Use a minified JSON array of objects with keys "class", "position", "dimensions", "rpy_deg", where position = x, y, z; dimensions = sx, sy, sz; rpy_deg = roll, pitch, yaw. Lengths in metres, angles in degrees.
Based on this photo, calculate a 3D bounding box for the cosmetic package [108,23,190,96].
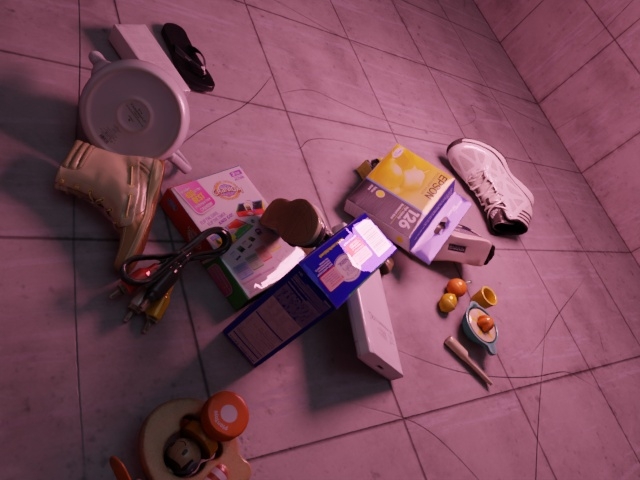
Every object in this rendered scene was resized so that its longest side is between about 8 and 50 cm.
[{"class":"cosmetic package","position":[-0.457,-0.467,1.497],"dimensions":[0.098,0.060,0.239],"rpy_deg":[-23,75,-50]}]

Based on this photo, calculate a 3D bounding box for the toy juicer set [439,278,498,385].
[{"class":"toy juicer set","position":[0.455,0.242,1.694],"dimensions":[0.209,0.089,0.329],"rpy_deg":[31,44,-19]}]

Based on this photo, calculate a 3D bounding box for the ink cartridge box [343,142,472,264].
[{"class":"ink cartridge box","position":[0.278,-0.121,1.716],"dimensions":[0.307,0.072,0.304],"rpy_deg":[32,57,14]}]

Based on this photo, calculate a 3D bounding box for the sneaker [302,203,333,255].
[{"class":"sneaker","position":[0.000,0.000,1.493],"dimensions":[0.094,0.091,0.258],"rpy_deg":[15,50,-31]}]

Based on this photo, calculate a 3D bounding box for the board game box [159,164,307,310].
[{"class":"board game box","position":[-0.199,-0.018,1.358],"dimensions":[0.317,0.064,0.242],"rpy_deg":[53,41,7]}]

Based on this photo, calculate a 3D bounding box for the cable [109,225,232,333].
[{"class":"cable","position":[-0.311,0.048,1.168],"dimensions":[0.139,0.072,0.287],"rpy_deg":[53,49,-17]}]

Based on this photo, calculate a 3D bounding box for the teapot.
[{"class":"teapot","position":[-0.417,-0.290,1.299],"dimensions":[0.252,0.256,0.187],"rpy_deg":[5,14,-13]}]

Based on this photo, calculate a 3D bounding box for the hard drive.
[{"class":"hard drive","position":[0.120,0.156,1.433],"dimensions":[0.233,0.047,0.353],"rpy_deg":[45,30,-52]}]

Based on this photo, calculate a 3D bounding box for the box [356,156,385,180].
[{"class":"box","position":[0.228,-0.233,1.899],"dimensions":[0.232,0.058,0.087],"rpy_deg":[-13,68,-45]}]

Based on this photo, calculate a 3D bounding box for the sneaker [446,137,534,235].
[{"class":"sneaker","position":[0.656,-0.190,2.148],"dimensions":[0.447,0.169,0.258],"rpy_deg":[38,40,-15]}]

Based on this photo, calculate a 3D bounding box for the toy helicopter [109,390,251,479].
[{"class":"toy helicopter","position":[-0.212,0.441,0.934],"dimensions":[0.234,0.140,0.355],"rpy_deg":[-5,64,-40]}]

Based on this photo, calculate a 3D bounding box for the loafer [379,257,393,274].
[{"class":"loafer","position":[0.165,0.030,1.644],"dimensions":[0.050,0.056,0.148],"rpy_deg":[-23,85,-48]}]

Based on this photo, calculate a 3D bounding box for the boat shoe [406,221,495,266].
[{"class":"boat shoe","position":[0.382,-0.007,1.830],"dimensions":[0.340,0.127,0.158],"rpy_deg":[17,15,-13]}]

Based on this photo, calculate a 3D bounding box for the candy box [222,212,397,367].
[{"class":"candy box","position":[-0.024,0.110,1.214],"dimensions":[0.122,0.317,0.268],"rpy_deg":[51,42,2]}]

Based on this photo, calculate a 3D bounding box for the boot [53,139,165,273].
[{"class":"boot","position":[-0.449,-0.073,1.166],"dimensions":[0.203,0.095,0.262],"rpy_deg":[14,71,-15]}]

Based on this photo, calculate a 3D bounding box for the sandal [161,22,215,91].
[{"class":"sandal","position":[-0.383,-0.534,1.617],"dimensions":[0.097,0.054,0.255],"rpy_deg":[-18,71,-47]}]

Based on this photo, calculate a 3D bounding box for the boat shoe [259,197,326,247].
[{"class":"boat shoe","position":[-0.049,-0.033,1.278],"dimensions":[0.092,0.285,0.103],"rpy_deg":[33,83,-27]}]
